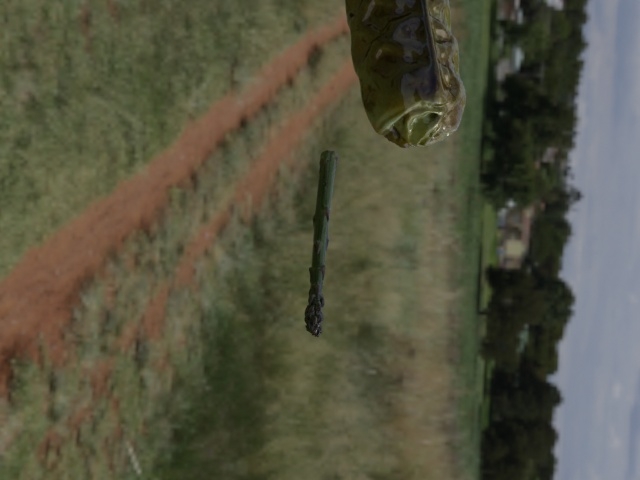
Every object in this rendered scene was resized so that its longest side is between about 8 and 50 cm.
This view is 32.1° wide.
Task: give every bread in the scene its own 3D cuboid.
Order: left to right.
[{"bbox_3d":[0.076,-0.213,1.054,0.098,0.087,0.269,14,62,-48],"label":"bread"}]

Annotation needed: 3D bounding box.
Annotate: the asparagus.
[{"bbox_3d":[0.000,0.000,1.221,0.025,0.024,0.248,48,37,-45],"label":"asparagus"}]
